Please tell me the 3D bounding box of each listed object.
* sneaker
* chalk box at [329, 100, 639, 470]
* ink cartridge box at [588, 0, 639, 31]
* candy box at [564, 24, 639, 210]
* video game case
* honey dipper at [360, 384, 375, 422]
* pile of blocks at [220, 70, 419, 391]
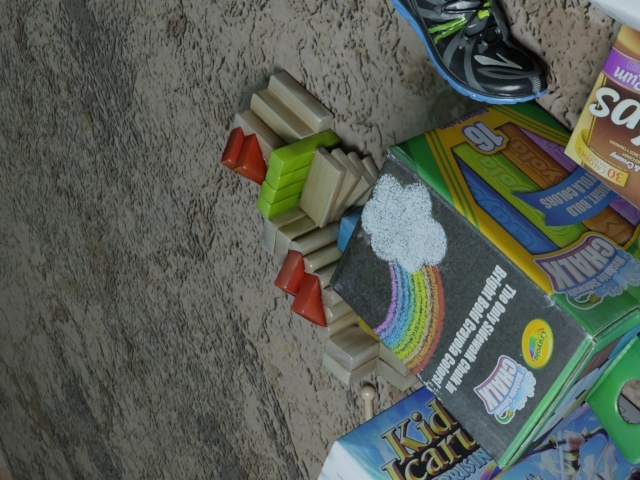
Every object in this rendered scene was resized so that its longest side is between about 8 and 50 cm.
[{"bbox_3d":[0.122,-0.189,0.920,0.188,0.067,0.078,54,149,19],"label":"sneaker"},{"bbox_3d":[0.182,0.049,0.895,0.289,0.179,0.180,46,139,22],"label":"chalk box"},{"bbox_3d":[0.295,-0.170,0.649,0.219,0.092,0.160,35,106,33],"label":"ink cartridge box"},{"bbox_3d":[0.266,-0.112,0.803,0.109,0.053,0.187,42,139,27],"label":"candy box"},{"bbox_3d":[0.178,0.209,0.912,0.244,0.269,0.061,43,138,26],"label":"video game case"},{"bbox_3d":[0.058,0.242,1.282,0.030,0.030,0.161,18,121,45],"label":"honey dipper"},{"bbox_3d":[0.000,0.000,1.143,0.362,0.112,0.149,60,144,5],"label":"pile of blocks"}]
